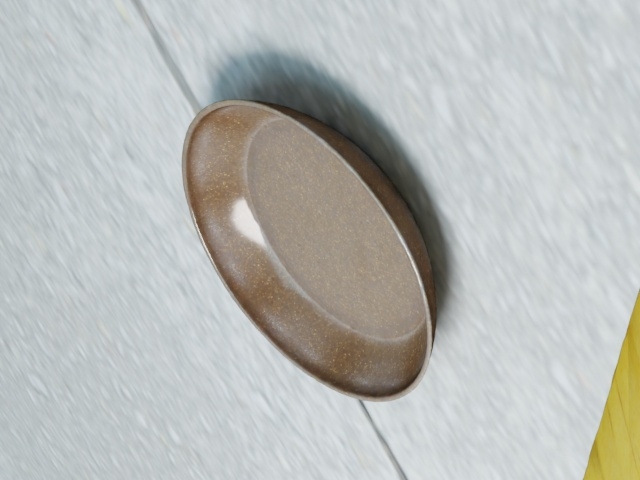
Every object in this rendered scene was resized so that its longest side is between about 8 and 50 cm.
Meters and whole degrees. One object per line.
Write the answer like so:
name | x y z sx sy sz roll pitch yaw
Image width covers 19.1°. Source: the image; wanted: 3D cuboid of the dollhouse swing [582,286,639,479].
dollhouse swing | 0.301 0.187 0.835 0.347 0.305 0.315 94 172 -48

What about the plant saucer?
plant saucer | 0.000 0.000 1.082 0.198 0.036 0.198 35 145 29
